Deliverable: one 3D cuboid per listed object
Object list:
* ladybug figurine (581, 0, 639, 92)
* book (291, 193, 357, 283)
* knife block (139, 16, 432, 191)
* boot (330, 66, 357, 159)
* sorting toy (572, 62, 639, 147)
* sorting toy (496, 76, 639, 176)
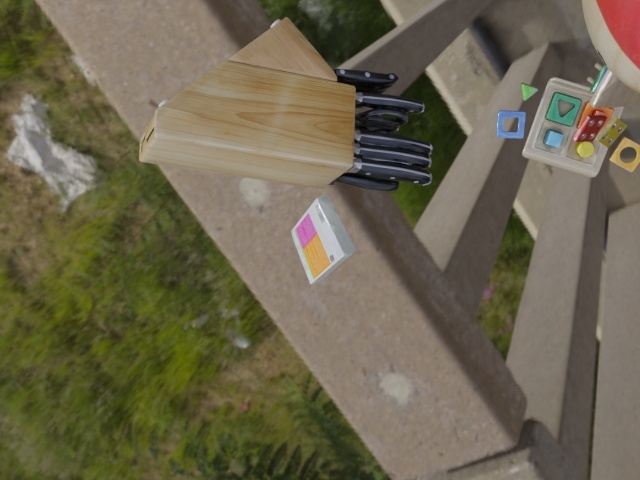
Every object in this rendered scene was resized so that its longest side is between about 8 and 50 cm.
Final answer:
[{"bbox_3d":[0.419,-0.268,0.742,0.305,0.162,0.449,26,152,-6],"label":"ladybug figurine"},{"bbox_3d":[0.000,0.000,1.230,0.096,0.035,0.144,64,156,9],"label":"book"},{"bbox_3d":[-0.019,-0.101,0.872,0.242,0.276,0.088,50,154,-4],"label":"knife block"},{"bbox_3d":[0.054,-0.241,1.679,0.208,0.076,0.189,45,150,23],"label":"boot"},{"bbox_3d":[0.471,-0.264,1.233,0.046,0.132,0.274,52,137,36],"label":"sorting toy"},{"bbox_3d":[0.577,-0.252,1.828,0.348,0.047,0.196,17,110,2],"label":"sorting toy"}]
